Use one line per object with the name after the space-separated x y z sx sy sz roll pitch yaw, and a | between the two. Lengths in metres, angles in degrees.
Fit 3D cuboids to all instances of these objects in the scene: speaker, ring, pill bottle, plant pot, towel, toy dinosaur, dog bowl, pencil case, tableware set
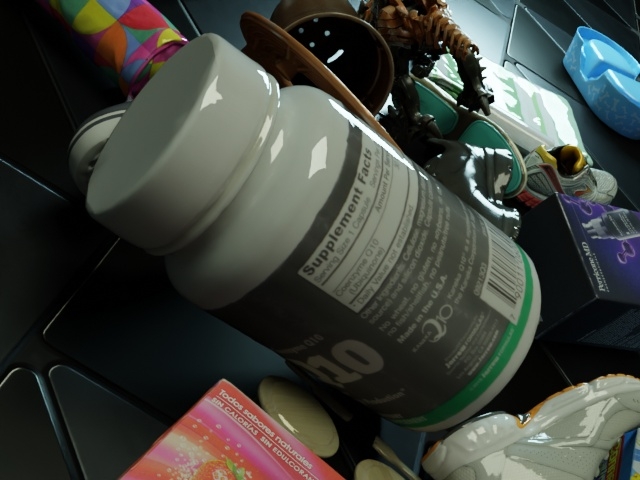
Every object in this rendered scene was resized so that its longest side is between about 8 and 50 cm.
0.294 -0.167 1.480 0.136 0.055 0.055 29 34 -10 | speaker
0.020 -0.107 1.029 0.336 0.032 0.336 47 -4 4 | ring
0.000 0.000 0.809 0.361 0.204 0.204 35 30 -27 | pill bottle
-0.001 -0.242 1.233 0.167 0.167 0.165 21 27 -20 | plant pot
0.304 -0.250 1.611 0.325 0.038 0.248 24 34 -16 | towel
0.121 -0.249 1.244 0.322 0.164 0.218 -76 146 -68 | toy dinosaur
0.582 -0.311 1.900 0.166 0.074 0.297 17 37 -26 | dog bowl
-0.248 -0.252 1.075 0.236 0.104 0.104 46 35 13 | pencil case
0.014 0.192 0.799 0.194 0.039 0.128 43 18 1 | tableware set

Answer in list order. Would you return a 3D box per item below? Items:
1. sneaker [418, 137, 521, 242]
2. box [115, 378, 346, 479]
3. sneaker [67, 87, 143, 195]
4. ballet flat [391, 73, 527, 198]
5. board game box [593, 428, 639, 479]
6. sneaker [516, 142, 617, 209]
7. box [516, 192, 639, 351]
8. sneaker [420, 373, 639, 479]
0.171 -0.036 1.186 0.130 0.109 0.286 17 31 -6 | sneaker
-0.013 0.257 0.594 0.300 0.154 0.142 38 33 7 | box
-0.136 -0.102 0.960 0.321 0.126 0.127 3 49 -55 | sneaker
0.206 -0.151 1.370 0.248 0.086 0.086 47 35 19 | ballet flat
0.379 0.349 0.882 0.308 0.086 0.302 37 33 2 | board game box
0.379 -0.092 1.429 0.225 0.093 0.088 1 46 -41 | sneaker
0.350 0.044 1.196 0.207 0.108 0.153 9 53 -35 | box
0.222 0.212 0.890 0.262 0.099 0.121 -13 64 -27 | sneaker
